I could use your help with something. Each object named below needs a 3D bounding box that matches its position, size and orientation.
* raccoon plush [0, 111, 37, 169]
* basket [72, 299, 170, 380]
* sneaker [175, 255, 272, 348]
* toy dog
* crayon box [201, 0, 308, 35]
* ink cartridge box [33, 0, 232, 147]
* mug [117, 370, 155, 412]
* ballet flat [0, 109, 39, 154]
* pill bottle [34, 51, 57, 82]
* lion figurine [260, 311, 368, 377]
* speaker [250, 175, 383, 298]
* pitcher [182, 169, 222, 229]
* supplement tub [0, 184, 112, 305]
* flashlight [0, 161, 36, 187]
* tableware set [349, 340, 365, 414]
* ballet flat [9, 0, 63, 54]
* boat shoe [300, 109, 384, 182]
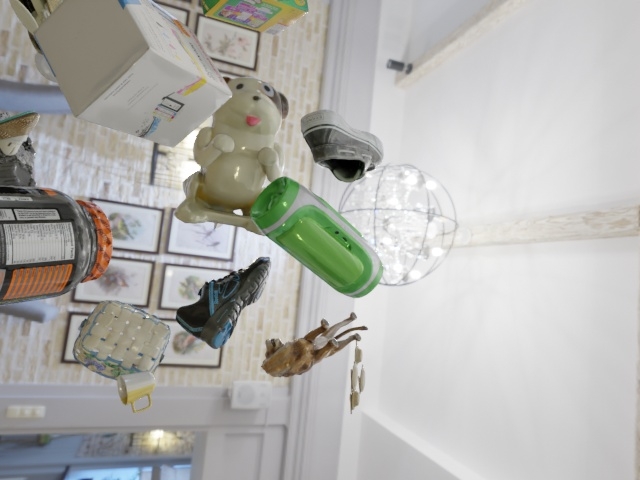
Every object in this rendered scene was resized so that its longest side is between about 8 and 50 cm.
[{"bbox_3d":[-1.258,-0.348,1.555,0.446,0.299,0.216,85,-14,-74],"label":"raccoon plush"},{"bbox_3d":[-0.557,0.282,1.233,0.289,0.255,0.201,-30,-146,63],"label":"basket"},{"bbox_3d":[-0.242,0.130,1.176,0.341,0.140,0.125,-52,163,-54],"label":"sneaker"},{"bbox_3d":[-0.225,-0.267,1.298,0.395,0.285,0.407,-96,-158,-67],"label":"toy dog"},{"bbox_3d":[-0.193,-0.714,1.312,0.165,0.279,0.081,-10,-91,45],"label":"crayon box"},{"bbox_3d":[-0.306,-0.296,0.759,0.168,0.233,0.171,-34,-100,16],"label":"ink cartridge box"},{"bbox_3d":[-0.385,0.313,0.928,0.062,0.064,0.078,6,-80,47],"label":"mug"},{"bbox_3d":[-0.630,-0.189,0.848,0.073,0.206,0.067,-103,175,-73],"label":"ballet flat"},{"bbox_3d":[-0.741,-0.551,1.276,0.108,0.108,0.193,119,-27,-44],"label":"pill bottle"},{"bbox_3d":[-0.008,0.361,1.491,0.240,0.392,0.142,-42,-119,22],"label":"lion figurine"},{"bbox_3d":[0.000,0.000,0.914,0.131,0.296,0.131,-35,-148,26],"label":"speaker"},{"bbox_3d":[-0.394,-0.172,1.636,0.178,0.207,0.125,-38,-175,7],"label":"pitcher"},{"bbox_3d":[-0.549,0.009,0.736,0.207,0.338,0.207,1,-87,29],"label":"supplement tub"},{"bbox_3d":[-1.014,-0.182,1.287,0.103,0.304,0.103,-75,159,-72],"label":"flashlight"},{"bbox_3d":[0.095,0.357,1.147,0.168,0.020,0.141,-52,139,-66],"label":"tableware set"},{"bbox_3d":[-0.637,-0.572,0.945,0.123,0.123,0.348,-117,-166,-57],"label":"ballet flat"},{"bbox_3d":[0.055,-0.188,1.005,0.121,0.335,0.119,-10,-98,30],"label":"boat shoe"}]
